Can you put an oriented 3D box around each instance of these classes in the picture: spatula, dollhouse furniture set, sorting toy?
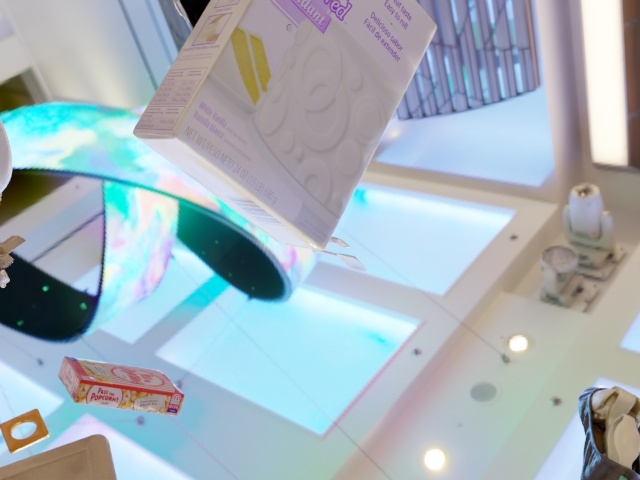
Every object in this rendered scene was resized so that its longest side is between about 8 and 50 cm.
[{"bbox_3d":[0.000,0.000,1.717,0.019,0.168,0.242,-52,-154,-15],"label":"spatula"},{"bbox_3d":[-0.658,0.046,1.646,0.091,0.081,0.114,-3,-151,27],"label":"dollhouse furniture set"},{"bbox_3d":[-0.391,0.384,1.109,0.196,0.047,0.348,-14,-140,-16],"label":"sorting toy"}]

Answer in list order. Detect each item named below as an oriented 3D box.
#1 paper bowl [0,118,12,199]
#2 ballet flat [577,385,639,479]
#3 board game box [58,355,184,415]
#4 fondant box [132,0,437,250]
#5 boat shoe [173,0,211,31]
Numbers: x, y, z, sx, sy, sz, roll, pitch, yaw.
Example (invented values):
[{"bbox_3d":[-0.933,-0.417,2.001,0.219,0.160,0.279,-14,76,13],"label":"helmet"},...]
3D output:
[{"bbox_3d":[-0.589,-0.146,1.175,0.148,0.284,0.284,-18,-148,6],"label":"paper bowl"},{"bbox_3d":[0.428,0.275,1.095,0.095,0.096,0.280,22,-151,6],"label":"ballet flat"},{"bbox_3d":[-0.365,0.266,1.394,0.193,0.045,0.147,16,-179,-31],"label":"board game box"},{"bbox_3d":[-0.026,-0.190,0.880,0.096,0.238,0.330,9,-113,49],"label":"fondant box"},{"bbox_3d":[-0.203,-0.426,1.526,0.132,0.355,0.130,-15,-121,22],"label":"boat shoe"}]
